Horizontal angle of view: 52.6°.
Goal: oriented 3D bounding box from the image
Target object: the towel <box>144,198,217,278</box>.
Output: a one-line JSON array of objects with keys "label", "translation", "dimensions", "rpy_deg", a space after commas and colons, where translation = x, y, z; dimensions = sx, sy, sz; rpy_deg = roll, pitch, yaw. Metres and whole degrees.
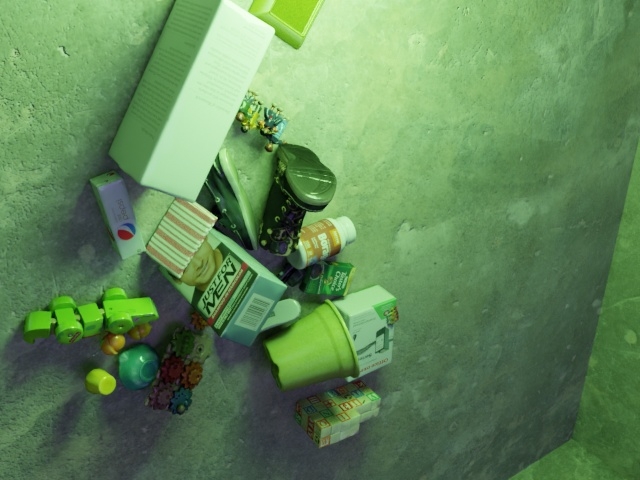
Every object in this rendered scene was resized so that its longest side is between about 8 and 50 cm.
[{"label": "towel", "translation": [-0.376, -0.012, 1.742], "dimensions": [0.197, 0.144, 0.029], "rpy_deg": [-58, 154, 3]}]

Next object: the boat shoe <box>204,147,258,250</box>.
[{"label": "boat shoe", "translation": [-0.260, -0.097, 1.804], "dimensions": [0.113, 0.127, 0.340], "rpy_deg": [-14, 135, 3]}]

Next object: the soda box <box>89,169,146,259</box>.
[{"label": "soda box", "translation": [-0.516, -0.064, 1.653], "dimensions": [0.069, 0.074, 0.216], "rpy_deg": [-25, 126, -24]}]

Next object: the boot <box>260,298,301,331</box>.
[{"label": "boot", "translation": [-0.186, 0.251, 2.049], "dimensions": [0.258, 0.095, 0.123], "rpy_deg": [-11, 167, -2]}]

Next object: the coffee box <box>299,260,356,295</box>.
[{"label": "coffee box", "translation": [0.026, 0.126, 2.172], "dimensions": [0.184, 0.040, 0.113], "rpy_deg": [9, 107, -39]}]

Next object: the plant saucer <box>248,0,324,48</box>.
[{"label": "plant saucer", "translation": [-0.071, -0.626, 1.705], "dimensions": [0.188, 0.045, 0.188], "rpy_deg": [23, 99, -41]}]

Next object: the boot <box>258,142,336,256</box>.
[{"label": "boot", "translation": [-0.076, -0.086, 1.787], "dimensions": [0.138, 0.377, 0.284], "rpy_deg": [8, 115, -21]}]

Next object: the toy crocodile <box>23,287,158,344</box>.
[{"label": "toy crocodile", "translation": [-0.601, 0.210, 1.710], "dimensions": [0.341, 0.115, 0.105], "rpy_deg": [-8, 136, -31]}]

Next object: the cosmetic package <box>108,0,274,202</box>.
[{"label": "cosmetic package", "translation": [-0.315, -0.348, 1.549], "dimensions": [0.161, 0.230, 0.453], "rpy_deg": [20, 101, -42]}]

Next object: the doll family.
[{"label": "doll family", "translation": [-0.162, -0.320, 1.763], "dimensions": [0.193, 0.076, 0.111], "rpy_deg": [27, 75, -21]}]

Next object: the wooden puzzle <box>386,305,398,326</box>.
[{"label": "wooden puzzle", "translation": [0.254, 0.270, 2.278], "dimensions": [0.049, 0.006, 0.083], "rpy_deg": [-29, 128, -26]}]

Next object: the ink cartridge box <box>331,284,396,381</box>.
[{"label": "ink cartridge box", "translation": [0.151, 0.331, 2.317], "dimensions": [0.211, 0.121, 0.289], "rpy_deg": [-17, 122, -30]}]

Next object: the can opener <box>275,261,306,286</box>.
[{"label": "can opener", "translation": [-0.133, 0.133, 2.051], "dimensions": [0.186, 0.073, 0.059], "rpy_deg": [-38, 139, -2]}]

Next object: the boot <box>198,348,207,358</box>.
[{"label": "boot", "translation": [-0.382, 0.365, 1.999], "dimensions": [0.087, 0.042, 0.118], "rpy_deg": [-10, 119, -35]}]

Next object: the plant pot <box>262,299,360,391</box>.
[{"label": "plant pot", "translation": [-0.044, 0.366, 2.124], "dimensions": [0.254, 0.276, 0.276], "rpy_deg": [-20, 124, -14]}]

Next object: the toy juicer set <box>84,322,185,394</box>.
[{"label": "toy juicer set", "translation": [-0.512, 0.331, 1.871], "dimensions": [0.329, 0.089, 0.209], "rpy_deg": [9, 87, -49]}]

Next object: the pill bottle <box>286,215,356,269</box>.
[{"label": "pill bottle", "translation": [0.000, 0.000, 2.032], "dimensions": [0.216, 0.121, 0.121], "rpy_deg": [-23, 125, -28]}]

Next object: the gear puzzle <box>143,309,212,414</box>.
[{"label": "gear puzzle", "translation": [-0.385, 0.348, 1.915], "dimensions": [0.175, 0.044, 0.339], "rpy_deg": [35, 71, -49]}]

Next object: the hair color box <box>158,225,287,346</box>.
[{"label": "hair color box", "translation": [-0.269, 0.098, 1.716], "dimensions": [0.114, 0.374, 0.185], "rpy_deg": [29, 94, -45]}]

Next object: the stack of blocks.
[{"label": "stack of blocks", "translation": [0.077, 0.634, 2.389], "dimensions": [0.297, 0.171, 0.087], "rpy_deg": [-11, 119, -33]}]
